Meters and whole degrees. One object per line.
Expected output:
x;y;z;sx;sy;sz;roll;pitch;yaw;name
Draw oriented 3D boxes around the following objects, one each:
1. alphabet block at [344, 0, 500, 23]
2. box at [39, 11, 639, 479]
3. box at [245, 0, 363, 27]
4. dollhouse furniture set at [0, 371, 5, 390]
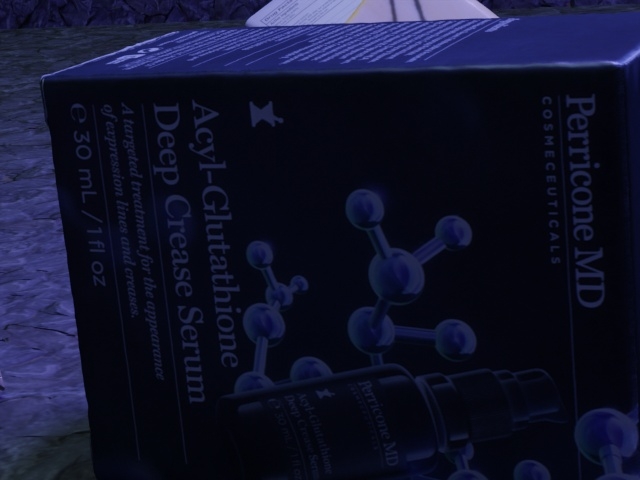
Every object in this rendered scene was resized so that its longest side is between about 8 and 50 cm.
0.103;-0.138;1.636;0.197;0.192;0.193;39;-8;6;alphabet block
0.043;0.008;1.124;0.395;0.293;0.212;0;16;22;box
0.072;-0.183;1.881;0.148;0.121;0.311;-39;54;-16;box
-0.327;0.138;1.321;0.114;0.091;0.081;-23;51;20;dollhouse furniture set
